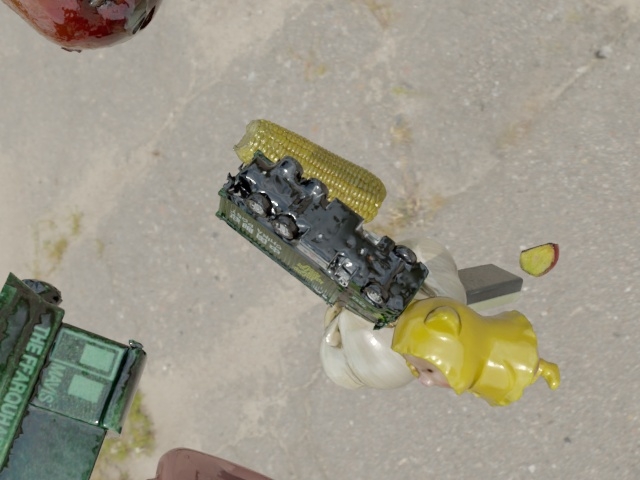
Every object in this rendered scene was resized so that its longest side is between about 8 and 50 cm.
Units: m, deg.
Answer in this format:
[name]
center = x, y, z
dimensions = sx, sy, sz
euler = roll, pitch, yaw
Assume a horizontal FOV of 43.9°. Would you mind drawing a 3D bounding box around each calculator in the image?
[calculator]
center = -0.074, 0.367, 0.995
dimensions = 0.048, 0.329, 0.220
euler = -54, 20, 16

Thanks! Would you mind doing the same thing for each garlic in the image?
[garlic]
center = 0.113, 0.132, 1.294
dimensions = 0.281, 0.203, 0.185
euler = -41, 36, 14

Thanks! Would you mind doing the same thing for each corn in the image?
[corn]
center = -0.021, -0.146, 1.696
dimensions = 0.131, 0.344, 0.131
euler = -49, 24, 32

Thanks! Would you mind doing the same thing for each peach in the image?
[peach]
center = 0.456, 0.034, 1.637
dimensions = 0.077, 0.050, 0.083
euler = 44, 118, 42

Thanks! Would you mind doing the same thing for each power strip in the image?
[power strip]
center = 0.361, 0.112, 1.835
dimensions = 0.105, 0.256, 0.070
euler = 31, 118, 40

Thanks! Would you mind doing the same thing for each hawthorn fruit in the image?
[hawthorn fruit]
center = -0.234, -0.269, 0.773
dimensions = 0.185, 0.185, 0.202
euler = -61, 41, 28

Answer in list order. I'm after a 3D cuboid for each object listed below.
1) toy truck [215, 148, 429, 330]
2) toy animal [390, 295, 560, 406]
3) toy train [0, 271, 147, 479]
[toy truck]
center = 0.000, 0.000, 0.956
dimensions = 0.259, 0.088, 0.121
euler = 38, 157, 5
[toy animal]
center = 0.209, 0.146, 1.066
dimensions = 0.156, 0.229, 0.156
euler = -54, 22, 34
[toy train]
center = -0.285, 0.199, 0.730
dimensions = 0.138, 0.178, 0.331
euler = -35, 36, 60
